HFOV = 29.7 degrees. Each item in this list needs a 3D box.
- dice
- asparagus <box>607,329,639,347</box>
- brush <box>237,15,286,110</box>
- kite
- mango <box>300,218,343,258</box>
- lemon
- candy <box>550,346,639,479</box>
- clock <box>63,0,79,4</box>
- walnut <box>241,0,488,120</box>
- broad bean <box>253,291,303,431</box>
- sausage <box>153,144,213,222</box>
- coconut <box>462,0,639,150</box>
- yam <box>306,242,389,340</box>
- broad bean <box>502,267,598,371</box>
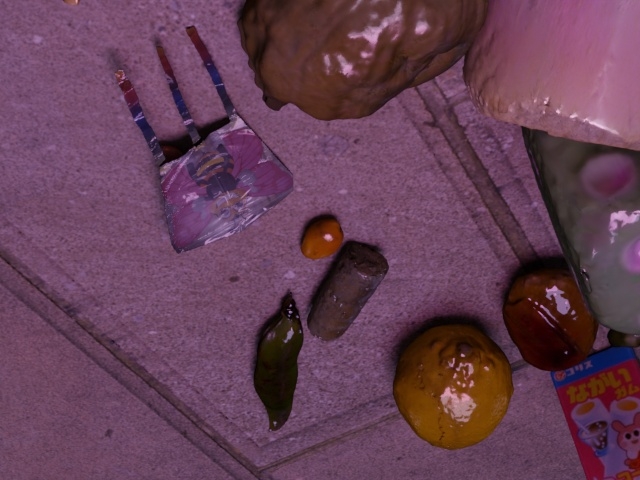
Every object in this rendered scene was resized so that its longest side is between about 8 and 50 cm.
[{"bbox_3d":[0.467,-0.086,1.642,0.322,0.318,0.330,-21,138,10],"label":"dice"},{"bbox_3d":[0.599,0.070,2.025,0.085,0.082,0.343,34,129,5],"label":"asparagus"},{"bbox_3d":[-0.074,-0.299,1.490,0.084,0.071,0.301,-26,130,-7],"label":"brush"},{"bbox_3d":[-0.165,-0.122,1.648,0.204,0.022,0.360,-31,137,-5],"label":"kite"},{"bbox_3d":[0.000,0.000,1.838,0.060,0.046,0.089,19,143,-27],"label":"mango"},{"bbox_3d":[0.224,0.247,2.045,0.204,0.204,0.260,-5,146,-7],"label":"lemon"},{"bbox_3d":[0.532,0.343,2.135,0.157,0.305,0.100,-25,139,14],"label":"candy"},{"bbox_3d":[-0.178,-0.422,1.242,0.244,0.200,0.317,-6,130,-10],"label":"clock"},{"bbox_3d":[0.050,-0.284,1.354,0.253,0.282,0.277,12,144,-16],"label":"walnut"},{"bbox_3d":[-0.073,0.213,2.039,0.077,0.061,0.339,-11,140,-18],"label":"broad bean"},{"bbox_3d":[-0.190,-0.082,1.709,0.042,0.036,0.158,-45,139,-15],"label":"sausage"},{"bbox_3d":[0.325,-0.274,1.412,0.298,0.297,0.309,8,100,-21],"label":"coconut"},{"bbox_3d":[0.041,0.083,1.914,0.078,0.078,0.179,9,134,-21],"label":"yam"},{"bbox_3d":[0.382,0.126,2.004,0.156,0.122,0.228,3,136,23],"label":"broad bean"}]
